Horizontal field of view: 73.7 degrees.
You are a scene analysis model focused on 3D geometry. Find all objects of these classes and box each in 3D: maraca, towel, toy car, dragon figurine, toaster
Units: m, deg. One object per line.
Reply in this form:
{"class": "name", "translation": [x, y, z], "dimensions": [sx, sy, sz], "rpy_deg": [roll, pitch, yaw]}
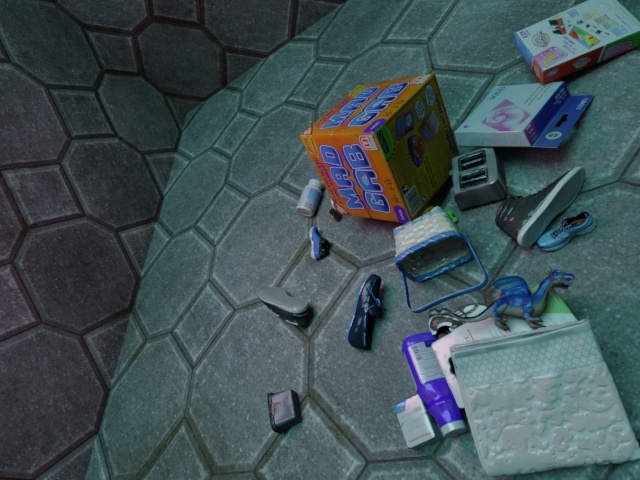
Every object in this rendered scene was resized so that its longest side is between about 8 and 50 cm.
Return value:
{"class": "maraca", "translation": [0.380, -0.066, 1.493], "dimensions": [0.185, 0.099, 0.127], "rpy_deg": [10, 80, 18]}
{"class": "towel", "translation": [0.501, 0.368, 0.986], "dimensions": [0.331, 0.053, 0.317], "rpy_deg": [-19, 82, 21]}
{"class": "toy car", "translation": [0.080, -0.135, 1.857], "dimensions": [0.122, 0.060, 0.040], "rpy_deg": [-55, -5, -28]}
{"class": "dragon figurine", "translation": [0.486, 0.146, 1.082], "dimensions": [0.289, 0.085, 0.144], "rpy_deg": [-11, 54, 35]}
{"class": "toaster", "translation": [0.535, -0.208, 1.441], "dimensions": [0.185, 0.110, 0.168], "rpy_deg": [-15, 54, 33]}

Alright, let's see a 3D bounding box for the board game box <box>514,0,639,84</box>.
{"class": "board game box", "translation": [0.868, -0.690, 1.455], "dimensions": [0.316, 0.064, 0.242], "rpy_deg": [-19, 55, 15]}

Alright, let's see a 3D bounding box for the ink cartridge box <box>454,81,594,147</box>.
{"class": "ink cartridge box", "translation": [0.673, -0.424, 1.423], "dimensions": [0.330, 0.071, 0.324], "rpy_deg": [13, 50, 46]}

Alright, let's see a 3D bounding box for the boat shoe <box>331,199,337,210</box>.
{"class": "boat shoe", "translation": [0.120, -0.234, 1.833], "dimensions": [0.079, 0.095, 0.255], "rpy_deg": [0, 48, 35]}

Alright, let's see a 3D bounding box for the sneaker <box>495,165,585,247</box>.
{"class": "sneaker", "translation": [0.650, -0.126, 1.290], "dimensions": [0.296, 0.104, 0.147], "rpy_deg": [-48, 38, 1]}

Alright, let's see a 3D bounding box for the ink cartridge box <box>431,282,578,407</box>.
{"class": "ink cartridge box", "translation": [0.498, 0.291, 1.122], "dimensions": [0.353, 0.119, 0.207], "rpy_deg": [-33, 45, 18]}

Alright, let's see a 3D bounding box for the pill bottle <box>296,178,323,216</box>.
{"class": "pill bottle", "translation": [-0.046, -0.197, 1.956], "dimensions": [0.087, 0.087, 0.160], "rpy_deg": [4, 64, 42]}

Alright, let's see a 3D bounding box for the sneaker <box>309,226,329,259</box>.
{"class": "sneaker", "translation": [0.001, 0.000, 1.799], "dimensions": [0.084, 0.058, 0.152], "rpy_deg": [-24, 53, 35]}

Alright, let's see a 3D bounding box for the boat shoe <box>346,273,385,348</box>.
{"class": "boat shoe", "translation": [0.174, 0.247, 1.468], "dimensions": [0.089, 0.109, 0.259], "rpy_deg": [13, 88, 38]}

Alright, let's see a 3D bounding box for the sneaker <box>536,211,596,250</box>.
{"class": "sneaker", "translation": [0.690, -0.034, 1.213], "dimensions": [0.162, 0.073, 0.063], "rpy_deg": [-35, 44, 19]}

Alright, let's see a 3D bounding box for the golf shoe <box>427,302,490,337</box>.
{"class": "golf shoe", "translation": [0.414, 0.241, 1.245], "dimensions": [0.198, 0.077, 0.094], "rpy_deg": [-14, 42, 24]}

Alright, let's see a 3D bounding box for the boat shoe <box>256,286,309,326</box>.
{"class": "boat shoe", "translation": [-0.158, 0.266, 1.726], "dimensions": [0.114, 0.091, 0.302], "rpy_deg": [-20, 23, -32]}

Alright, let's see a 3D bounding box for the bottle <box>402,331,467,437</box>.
{"class": "bottle", "translation": [0.325, 0.401, 1.207], "dimensions": [0.118, 0.092, 0.283], "rpy_deg": [-11, 48, -6]}

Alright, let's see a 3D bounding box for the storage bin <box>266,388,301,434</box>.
{"class": "storage bin", "translation": [-0.126, 0.586, 1.491], "dimensions": [0.091, 0.098, 0.135], "rpy_deg": [-27, 47, 11]}

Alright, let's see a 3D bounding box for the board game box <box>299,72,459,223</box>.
{"class": "board game box", "translation": [0.222, -0.324, 1.529], "dimensions": [0.356, 0.357, 0.356], "rpy_deg": [13, 51, 48]}

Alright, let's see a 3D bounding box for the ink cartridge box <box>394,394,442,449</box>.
{"class": "ink cartridge box", "translation": [0.275, 0.516, 1.212], "dimensions": [0.088, 0.052, 0.123], "rpy_deg": [-34, 44, 19]}

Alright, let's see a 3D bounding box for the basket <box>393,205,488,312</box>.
{"class": "basket", "translation": [0.364, 0.059, 1.337], "dimensions": [0.254, 0.201, 0.289], "rpy_deg": [-26, 46, 27]}
